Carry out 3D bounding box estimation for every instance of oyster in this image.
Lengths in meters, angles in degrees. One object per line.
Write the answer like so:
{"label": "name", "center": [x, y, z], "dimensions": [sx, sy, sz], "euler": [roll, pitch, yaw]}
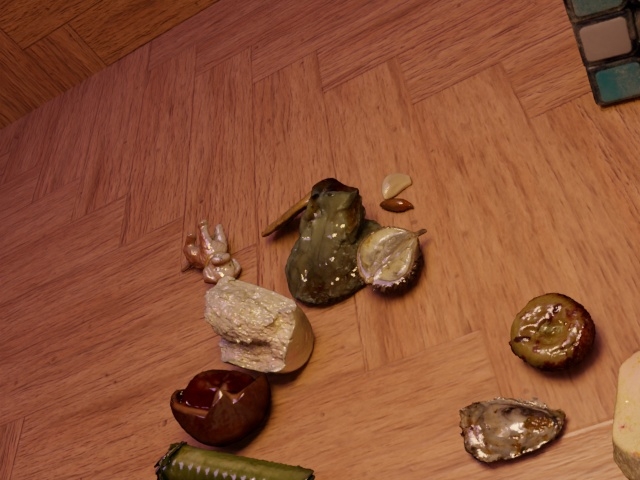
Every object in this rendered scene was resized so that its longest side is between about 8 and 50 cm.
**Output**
{"label": "oyster", "center": [0.321, 0.310, 1.161], "dimensions": [0.177, 0.056, 0.105], "euler": [-26, 55, 16]}

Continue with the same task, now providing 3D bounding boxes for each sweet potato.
{"label": "sweet potato", "center": [0.175, -0.084, 1.629], "dimensions": [0.095, 0.034, 0.034], "euler": [1, 55, 39]}

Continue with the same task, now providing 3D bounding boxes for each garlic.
{"label": "garlic", "center": [0.179, -0.136, 1.669], "dimensions": [0.083, 0.041, 0.053], "euler": [-30, 46, -1]}

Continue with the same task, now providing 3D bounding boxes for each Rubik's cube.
{"label": "Rubik's cube", "center": [0.695, -0.544, 1.417], "dimensions": [0.359, 0.363, 0.362], "euler": [-11, 50, 26]}

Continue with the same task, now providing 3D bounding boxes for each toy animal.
{"label": "toy animal", "center": [-0.291, 0.072, 1.809], "dimensions": [0.185, 0.104, 0.184], "euler": [52, 121, 32]}

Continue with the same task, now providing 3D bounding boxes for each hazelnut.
{"label": "hazelnut", "center": [-0.199, 0.335, 1.435], "dimensions": [0.202, 0.160, 0.170], "euler": [-33, 22, -7]}

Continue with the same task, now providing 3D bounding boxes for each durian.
{"label": "durian", "center": [0.162, 0.042, 1.488], "dimensions": [0.188, 0.091, 0.148], "euler": [-43, 54, -9]}

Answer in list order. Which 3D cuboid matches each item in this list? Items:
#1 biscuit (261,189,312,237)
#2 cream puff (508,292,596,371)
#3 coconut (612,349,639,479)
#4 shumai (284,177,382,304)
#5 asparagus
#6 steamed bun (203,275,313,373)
{"label": "biscuit", "center": [-0.065, -0.074, 1.705], "dimensions": [0.118, 0.029, 0.247], "euler": [-35, 0, -44]}
{"label": "cream puff", "center": [0.405, 0.166, 1.205], "dimensions": [0.149, 0.084, 0.149], "euler": [-23, 42, 23]}
{"label": "coconut", "center": [0.531, 0.259, 0.922], "dimensions": [0.239, 0.244, 0.239], "euler": [-51, 16, 22]}
{"label": "shumai", "center": [0.000, 0.000, 1.560], "dimensions": [0.222, 0.203, 0.272], "euler": [17, 69, 43]}
{"label": "asparagus", "center": [-0.168, 0.472, 1.333], "dimensions": [0.382, 0.108, 0.128], "euler": [-2, 85, 33]}
{"label": "steamed bun", "center": [-0.133, 0.196, 1.476], "dimensions": [0.225, 0.200, 0.170], "euler": [8, 54, 42]}
